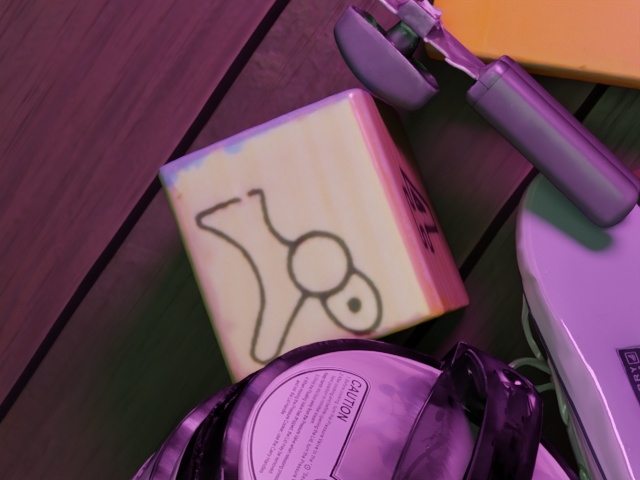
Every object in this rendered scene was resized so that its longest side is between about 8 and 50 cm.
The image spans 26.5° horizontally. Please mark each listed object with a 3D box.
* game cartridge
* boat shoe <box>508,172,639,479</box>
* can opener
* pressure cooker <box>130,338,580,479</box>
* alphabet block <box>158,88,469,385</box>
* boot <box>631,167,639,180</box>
[{"bbox_3d":[0.273,-0.271,1.167,0.324,0.053,0.285,11,86,12],"label":"game cartridge"},{"bbox_3d":[0.237,0.118,1.143,0.136,0.156,0.367,-6,58,-19],"label":"boat shoe"},{"bbox_3d":[0.135,-0.105,1.130,0.283,0.076,0.095,44,110,2],"label":"can opener"},{"bbox_3d":[0.025,0.279,1.024,0.420,0.376,0.369,-53,48,37],"label":"pressure cooker"},{"bbox_3d":[0.000,0.000,1.173,0.192,0.193,0.197,-21,86,14],"label":"alphabet block"},{"bbox_3d":[0.300,-0.109,1.180,0.106,0.037,0.114,-15,85,12],"label":"boot"}]
